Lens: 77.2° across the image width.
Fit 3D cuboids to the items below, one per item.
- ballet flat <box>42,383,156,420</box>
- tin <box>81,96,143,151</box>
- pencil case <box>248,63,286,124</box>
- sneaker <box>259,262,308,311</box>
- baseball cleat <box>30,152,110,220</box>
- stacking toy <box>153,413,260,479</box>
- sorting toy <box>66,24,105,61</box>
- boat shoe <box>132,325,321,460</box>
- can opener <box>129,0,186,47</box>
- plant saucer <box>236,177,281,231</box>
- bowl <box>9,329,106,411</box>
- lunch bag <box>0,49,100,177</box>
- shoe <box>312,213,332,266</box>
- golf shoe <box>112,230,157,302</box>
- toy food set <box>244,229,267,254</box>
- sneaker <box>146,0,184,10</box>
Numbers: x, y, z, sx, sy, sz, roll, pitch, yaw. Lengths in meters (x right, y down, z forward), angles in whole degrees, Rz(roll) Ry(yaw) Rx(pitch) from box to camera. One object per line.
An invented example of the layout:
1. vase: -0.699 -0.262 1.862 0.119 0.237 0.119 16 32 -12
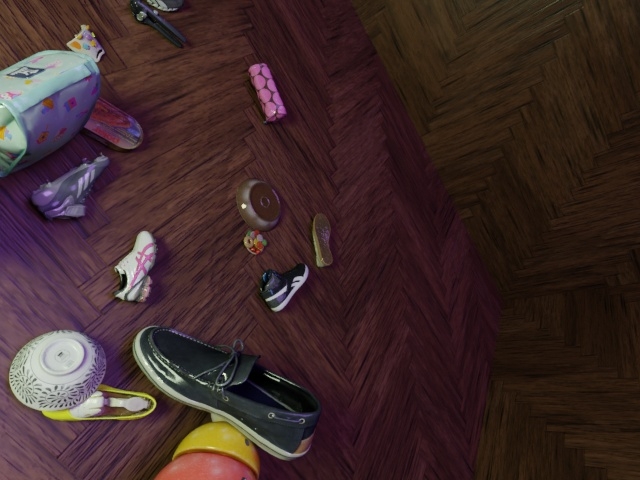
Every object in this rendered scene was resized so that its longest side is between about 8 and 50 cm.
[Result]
1. ballet flat: -0.470 0.355 0.878 0.231 0.077 0.077 25 60 -42
2. tin: -0.564 -0.306 1.052 0.189 0.040 0.106 32 50 -38
3. pencil case: -0.204 -0.553 1.521 0.095 0.098 0.209 -19 92 -6
4. sneaker: -0.125 0.122 1.361 0.121 0.079 0.217 55 44 -22
5. baseball cleat: -0.575 -0.121 0.958 0.206 0.072 0.109 -50 128 -41
6. stacking toy: -0.253 0.551 0.934 0.350 0.350 0.480 47 29 -27
7. sorting toy: -0.618 -0.524 1.077 0.075 0.044 0.083 53 39 -50
8. boat shoe: -0.217 0.336 0.979 0.500 0.156 0.187 31 17 2
9. can opener: -0.500 -0.676 1.247 0.186 0.059 0.073 29 55 -39
10. plant saucer: -0.202 -0.130 1.403 0.198 0.036 0.199 22 59 -43
11. bowl: -0.524 0.246 0.810 0.170 0.080 0.170 19 48 -22
12. lunch bag: -0.593 -0.274 0.830 0.160 0.262 0.223 51 45 -23
13. shoe: 0.000 0.000 1.579 0.076 0.058 0.219 5 67 -27
14. golf shoe: -0.463 0.059 1.005 0.086 0.067 0.186 20 62 -42
15. toy food set: -0.219 0.005 1.344 0.083 0.020 0.083 49 44 -24
16. sneaker: -0.512 -0.784 1.236 0.234 0.106 0.078 -10 85 -50
